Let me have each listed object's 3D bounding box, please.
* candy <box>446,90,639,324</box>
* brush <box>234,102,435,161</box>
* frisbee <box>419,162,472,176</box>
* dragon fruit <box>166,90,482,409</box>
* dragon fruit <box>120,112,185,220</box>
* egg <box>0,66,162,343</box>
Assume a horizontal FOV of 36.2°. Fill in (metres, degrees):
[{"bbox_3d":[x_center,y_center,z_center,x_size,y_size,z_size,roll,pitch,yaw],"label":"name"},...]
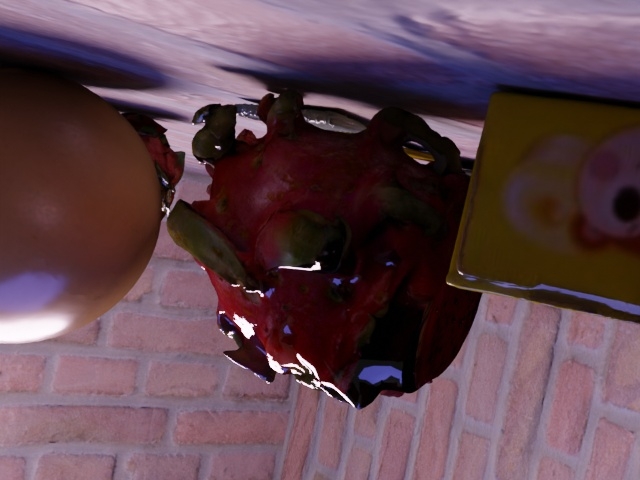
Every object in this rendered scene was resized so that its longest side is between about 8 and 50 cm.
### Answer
[{"bbox_3d":[0.171,-0.001,0.497,0.146,0.088,0.276,13,-178,24],"label":"candy"},{"bbox_3d":[0.035,-0.071,0.693,0.083,0.011,0.205,10,-179,36],"label":"brush"},{"bbox_3d":[0.108,-0.053,0.800,0.110,0.014,0.110,8,-176,-1],"label":"frisbee"},{"bbox_3d":[0.000,0.000,0.531,0.172,0.160,0.166,24,168,24],"label":"dragon fruit"},{"bbox_3d":[-0.223,-0.063,0.956,0.135,0.137,0.236,28,170,-33],"label":"dragon fruit"},{"bbox_3d":[-0.214,-0.024,0.700,0.201,0.201,0.244,10,178,-42],"label":"egg"}]
